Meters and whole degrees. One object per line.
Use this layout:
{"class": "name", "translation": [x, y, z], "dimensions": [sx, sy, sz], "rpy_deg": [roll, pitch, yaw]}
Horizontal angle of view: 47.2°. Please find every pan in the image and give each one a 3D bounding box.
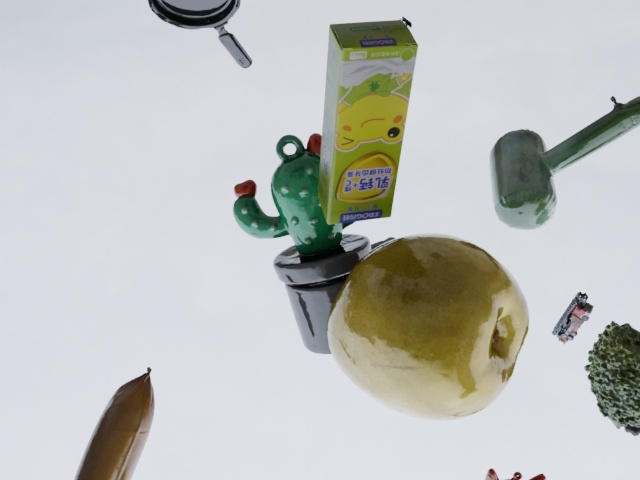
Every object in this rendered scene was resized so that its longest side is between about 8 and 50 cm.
{"class": "pan", "translation": [-0.167, -0.342, 1.119], "dimensions": [0.136, 0.235, 0.028], "rpy_deg": [-13, -118, 18]}

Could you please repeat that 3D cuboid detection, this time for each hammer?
{"class": "hammer", "translation": [0.460, -0.168, 1.346], "dimensions": [0.335, 0.119, 0.206], "rpy_deg": [-35, -143, 35]}

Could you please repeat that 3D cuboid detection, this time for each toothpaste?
{"class": "toothpaste", "translation": [0.064, -0.169, 1.095], "dimensions": [0.110, 0.327, 0.077], "rpy_deg": [-8, -135, -13]}

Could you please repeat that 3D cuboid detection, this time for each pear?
{"class": "pear", "translation": [0.170, 0.132, 1.173], "dimensions": [0.314, 0.314, 0.314], "rpy_deg": [-6, -151, 4]}

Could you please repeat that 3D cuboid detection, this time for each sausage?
{"class": "sausage", "translation": [-0.393, 0.400, 1.402], "dimensions": [0.112, 0.112, 0.328], "rpy_deg": [15, -100, 36]}

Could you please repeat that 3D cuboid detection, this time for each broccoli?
{"class": "broccoli", "translation": [0.650, 0.239, 1.403], "dimensions": [0.273, 0.180, 0.242], "rpy_deg": [-45, -118, -5]}

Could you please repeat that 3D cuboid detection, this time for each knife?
{"class": "knife", "translation": [0.121, 0.033, 1.862], "dimensions": [0.162, 0.023, 0.044], "rpy_deg": [-25, -108, -7]}

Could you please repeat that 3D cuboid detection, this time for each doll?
{"class": "doll", "translation": [0.311, 0.463, 1.267], "dimensions": [0.109, 0.169, 0.057], "rpy_deg": [10, -150, -15]}

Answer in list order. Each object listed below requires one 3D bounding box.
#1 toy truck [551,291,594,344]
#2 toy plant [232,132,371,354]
{"class": "toy truck", "translation": [0.338, 0.104, 0.978], "dimensions": [0.032, 0.083, 0.024], "rpy_deg": [34, -133, 15]}
{"class": "toy plant", "translation": [-0.012, 0.001, 1.355], "dimensions": [0.279, 0.400, 0.185], "rpy_deg": [-4, -162, 27]}
